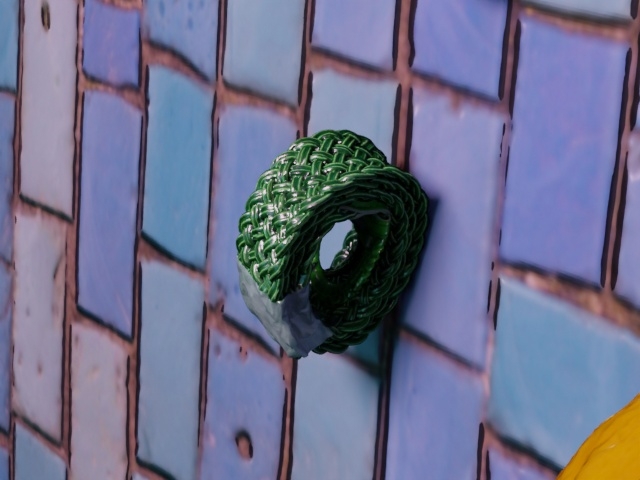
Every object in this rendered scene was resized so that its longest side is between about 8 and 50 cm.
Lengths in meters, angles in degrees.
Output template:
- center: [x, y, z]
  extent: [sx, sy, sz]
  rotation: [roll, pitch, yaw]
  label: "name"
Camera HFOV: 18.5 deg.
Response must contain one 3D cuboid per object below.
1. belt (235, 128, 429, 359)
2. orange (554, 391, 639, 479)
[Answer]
- center: [0.000, 0.000, 1.277]
  extent: [0.079, 0.121, 0.151]
  rotation: [41, 132, 42]
  label: "belt"
- center: [0.225, 0.203, 0.834]
  extent: [0.341, 0.293, 0.340]
  rotation: [12, 104, 55]
  label: "orange"
